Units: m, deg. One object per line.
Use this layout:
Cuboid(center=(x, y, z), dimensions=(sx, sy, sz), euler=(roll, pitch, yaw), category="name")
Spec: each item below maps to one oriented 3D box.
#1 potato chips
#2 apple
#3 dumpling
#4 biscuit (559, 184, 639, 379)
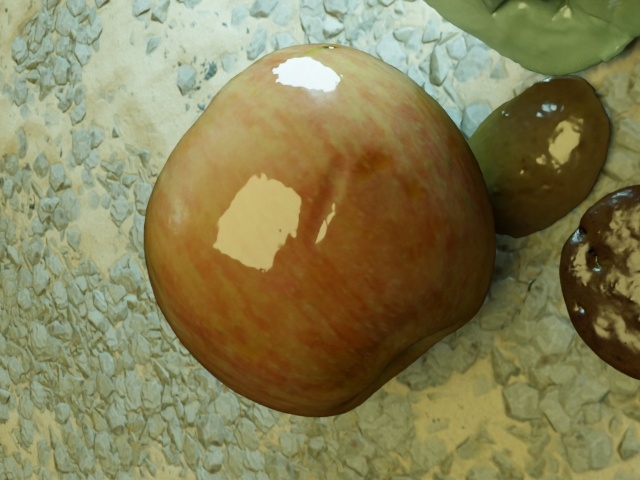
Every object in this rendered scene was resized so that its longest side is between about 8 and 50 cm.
Cuboid(center=(0.231, -0.091, 0.949), dimensions=(0.201, 0.049, 0.150), euler=(-39, 64, 39), category="potato chips")
Cuboid(center=(0.000, 0.000, 0.934), dimensions=(0.346, 0.391, 0.391), euler=(49, 121, 9), category="apple")
Cuboid(center=(0.238, -0.325, 0.846), dimensions=(0.212, 0.270, 0.320), euler=(-54, 32, -3), category="dumpling")
Cuboid(center=(0.347, 0.046, 0.872), dimensions=(0.212, 0.036, 0.212), euler=(4, 96, 38), category="biscuit")
